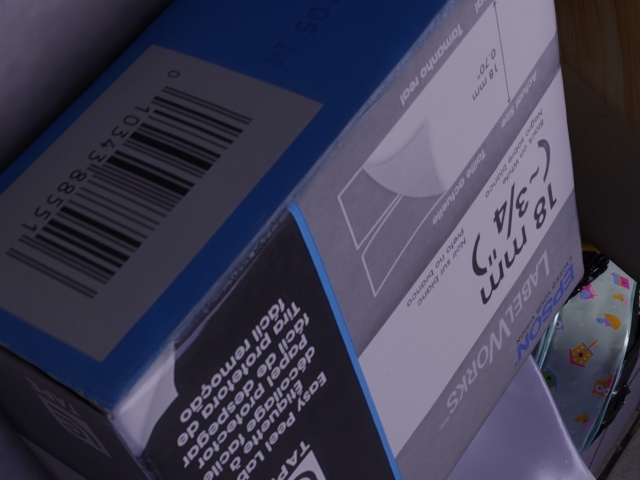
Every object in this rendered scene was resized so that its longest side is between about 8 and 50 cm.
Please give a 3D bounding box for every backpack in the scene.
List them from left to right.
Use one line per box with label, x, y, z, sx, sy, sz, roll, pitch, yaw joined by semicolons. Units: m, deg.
backpack;0.208;0.093;1.058;0.188;0.144;0.166;-73;180;-59

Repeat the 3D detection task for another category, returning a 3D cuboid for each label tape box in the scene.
label tape box;0.011;0.047;0.511;0.241;0.106;0.334;-51;146;-24

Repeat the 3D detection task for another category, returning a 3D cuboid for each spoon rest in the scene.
spoon rest;0.122;0.144;0.793;0.276;0.084;0.137;39;76;-53

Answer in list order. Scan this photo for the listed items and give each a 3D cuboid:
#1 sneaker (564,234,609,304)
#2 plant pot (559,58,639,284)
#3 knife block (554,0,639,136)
sneaker;0.110;-0.007;0.819;0.088;0.093;0.225;-43;150;19
plant pot;0.248;-0.072;0.771;0.256;0.274;0.256;-48;156;-30
knife block;0.152;-0.175;0.475;0.088;0.275;0.242;-49;-174;-29
